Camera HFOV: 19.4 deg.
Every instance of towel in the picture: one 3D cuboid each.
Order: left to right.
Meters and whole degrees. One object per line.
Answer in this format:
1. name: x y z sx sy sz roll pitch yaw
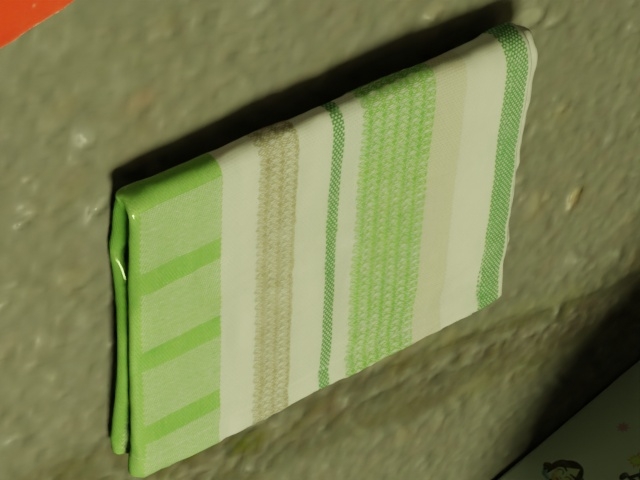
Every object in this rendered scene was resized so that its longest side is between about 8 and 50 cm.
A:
1. towel: 0.000 0.000 0.573 0.152 0.023 0.113 -24 136 -30

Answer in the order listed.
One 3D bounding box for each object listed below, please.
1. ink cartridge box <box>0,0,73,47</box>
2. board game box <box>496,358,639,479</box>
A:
1. ink cartridge box: -0.117 -0.079 0.331 0.189 0.066 0.232 -36 140 -20
2. board game box: 0.071 0.225 0.798 0.303 0.097 0.224 -39 144 -19
